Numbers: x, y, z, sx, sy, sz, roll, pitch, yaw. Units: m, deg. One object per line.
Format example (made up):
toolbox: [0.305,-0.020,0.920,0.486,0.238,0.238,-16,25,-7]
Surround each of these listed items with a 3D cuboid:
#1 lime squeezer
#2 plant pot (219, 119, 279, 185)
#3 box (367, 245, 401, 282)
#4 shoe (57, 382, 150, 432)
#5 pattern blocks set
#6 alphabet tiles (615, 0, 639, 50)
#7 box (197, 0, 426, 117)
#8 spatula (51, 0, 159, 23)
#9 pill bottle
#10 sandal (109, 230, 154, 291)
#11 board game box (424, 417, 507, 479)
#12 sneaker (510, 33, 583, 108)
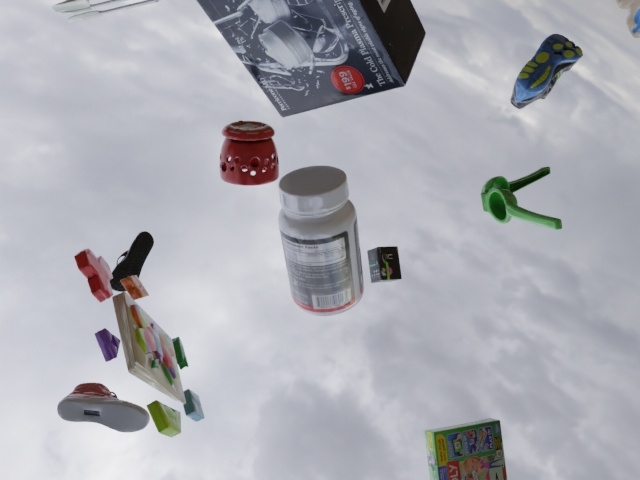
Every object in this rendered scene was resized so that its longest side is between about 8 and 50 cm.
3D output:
lime squeezer: [0.300,-0.059,0.914,0.109,0.059,0.310,10,-159,14]
plant pot: [-0.225,-0.281,1.895,0.191,0.174,0.191,3,-155,-1]
box: [0.157,0.060,1.471,0.062,0.052,0.083,-2,-101,-28]
shoe: [-0.415,0.322,1.173,0.177,0.064,0.081,8,-164,1]
pattern blocks set: [-0.269,0.170,0.944,0.026,0.325,0.285,-24,-113,-1]
alphabet tiles: [0.524,-0.379,0.795,0.021,0.278,0.284,-3,-113,-22]
box: [-0.018,-0.446,1.155,0.343,0.312,0.179,51,-131,-37]
spatula: [-0.518,-0.581,1.460,0.241,0.019,0.168,-16,-176,-6]
pill bottle: [0.000,0.000,1.228,0.161,0.283,0.161,-6,-149,4]
sandal: [-0.455,0.053,1.422,0.067,0.040,0.179,62,-146,-38]
board game box: [0.380,0.631,1.512,0.213,0.046,0.318,-2,-99,-26]
sneaker: [0.384,-0.292,1.028,0.067,0.078,0.188,42,-116,11]
